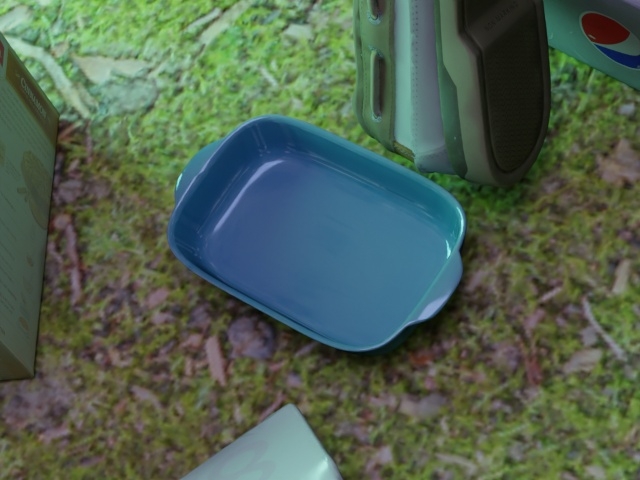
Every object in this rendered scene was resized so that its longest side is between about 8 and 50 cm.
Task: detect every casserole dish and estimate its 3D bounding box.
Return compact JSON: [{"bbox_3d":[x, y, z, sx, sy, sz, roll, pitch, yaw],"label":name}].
[{"bbox_3d":[0.000,0.000,1.030,0.188,0.037,0.114,26,73,29],"label":"casserole dish"}]

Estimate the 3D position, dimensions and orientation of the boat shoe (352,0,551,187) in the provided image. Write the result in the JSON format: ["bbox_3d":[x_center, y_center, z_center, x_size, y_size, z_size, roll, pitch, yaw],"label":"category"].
[{"bbox_3d":[0.053,-0.174,0.956,0.103,0.302,0.113,12,28,33],"label":"boat shoe"}]

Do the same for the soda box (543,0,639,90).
[{"bbox_3d":[0.229,-0.121,0.989,0.286,0.098,0.091,31,75,30],"label":"soda box"}]

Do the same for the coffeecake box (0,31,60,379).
[{"bbox_3d":[-0.215,-0.029,1.051,0.068,0.142,0.185,-7,60,14],"label":"coffeecake box"}]

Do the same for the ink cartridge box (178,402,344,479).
[{"bbox_3d":[-0.056,0.183,0.862,0.189,0.066,0.232,-34,14,-3],"label":"ink cartridge box"}]
